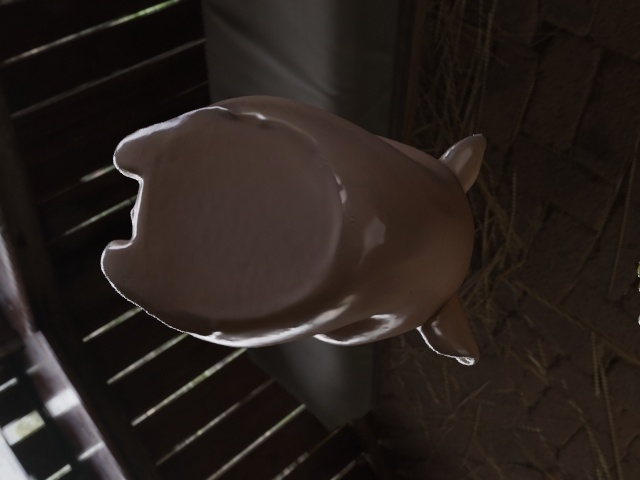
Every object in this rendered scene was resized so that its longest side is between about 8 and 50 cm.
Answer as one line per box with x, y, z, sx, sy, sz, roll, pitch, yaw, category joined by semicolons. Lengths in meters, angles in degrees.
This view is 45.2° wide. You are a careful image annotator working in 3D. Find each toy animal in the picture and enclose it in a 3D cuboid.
0.001;0.000;0.586;0.213;0.256;0.195;1;89;29;toy animal

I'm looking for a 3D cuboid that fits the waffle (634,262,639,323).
0.333;0.035;0.552;0.238;0.243;0.059;47;178;-27;waffle
